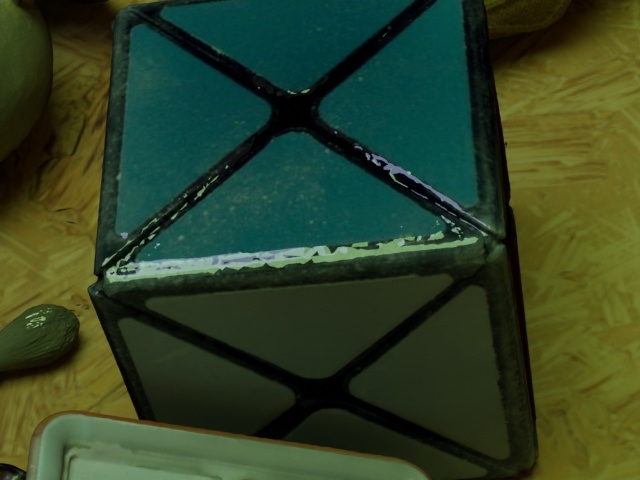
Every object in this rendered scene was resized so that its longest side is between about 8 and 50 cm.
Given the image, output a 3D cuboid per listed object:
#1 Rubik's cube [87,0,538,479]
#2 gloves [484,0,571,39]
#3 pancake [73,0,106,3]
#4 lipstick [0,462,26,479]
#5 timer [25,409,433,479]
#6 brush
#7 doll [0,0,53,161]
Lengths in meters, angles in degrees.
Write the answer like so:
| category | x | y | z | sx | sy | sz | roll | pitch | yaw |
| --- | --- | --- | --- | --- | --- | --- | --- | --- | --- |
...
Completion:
| category | x | y | z | sx | sy | sz | roll | pitch | yaw |
| --- | --- | --- | --- | --- | --- | --- | --- | --- | --- |
| Rubik's cube | 0.000 | 0.000 | 1.280 | 0.260 | 0.254 | 0.259 | -9 | 48 | 6 |
| gloves | 0.143 | -0.261 | 1.539 | 0.356 | 0.155 | 0.203 | -40 | 42 | 3 |
| pancake | -0.294 | -0.258 | 1.568 | 0.286 | 0.288 | 0.033 | 24 | 87 | 12 |
| lipstick | -0.285 | 0.290 | 1.229 | 0.057 | 0.057 | 0.356 | 18 | 55 | 26 |
| timer | -0.050 | 0.245 | 1.153 | 0.250 | 0.161 | 0.257 | 0 | 49 | 1 |
| brush | -0.312 | 0.116 | 1.399 | 0.299 | 0.042 | 0.039 | -23 | 21 | -5 |
| doll | -0.383 | -0.161 | 1.523 | 0.350 | 0.247 | 0.247 | 10 | 53 | 28 |
